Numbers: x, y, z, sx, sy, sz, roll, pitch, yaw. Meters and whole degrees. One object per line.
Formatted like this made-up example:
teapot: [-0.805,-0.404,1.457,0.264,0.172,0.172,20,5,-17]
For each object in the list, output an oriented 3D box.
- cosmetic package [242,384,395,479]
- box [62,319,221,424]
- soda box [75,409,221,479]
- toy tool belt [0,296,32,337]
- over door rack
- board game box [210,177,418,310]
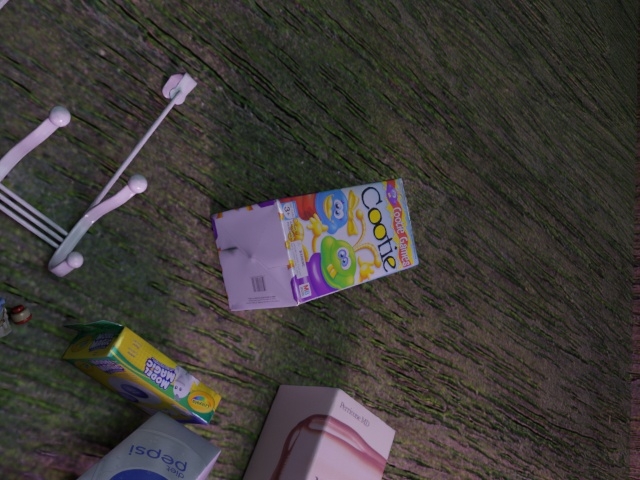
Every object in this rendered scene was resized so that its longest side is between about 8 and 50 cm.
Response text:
cosmetic package: [-0.023,0.365,0.903,0.153,0.129,0.296,41,56,-33]
box: [-0.211,0.151,0.759,0.179,0.105,0.043,47,51,-30]
soda box: [-0.205,0.279,0.644,0.098,0.091,0.286,-62,171,14]
toy tool belt: [-0.342,0.077,0.675,0.083,0.052,0.051,-36,118,-44]
over door rack: [-0.285,-0.159,0.733,0.239,0.108,0.324,45,54,-33]
board game box: [0.000,0.000,0.976,0.275,0.144,0.142,-14,93,-47]
